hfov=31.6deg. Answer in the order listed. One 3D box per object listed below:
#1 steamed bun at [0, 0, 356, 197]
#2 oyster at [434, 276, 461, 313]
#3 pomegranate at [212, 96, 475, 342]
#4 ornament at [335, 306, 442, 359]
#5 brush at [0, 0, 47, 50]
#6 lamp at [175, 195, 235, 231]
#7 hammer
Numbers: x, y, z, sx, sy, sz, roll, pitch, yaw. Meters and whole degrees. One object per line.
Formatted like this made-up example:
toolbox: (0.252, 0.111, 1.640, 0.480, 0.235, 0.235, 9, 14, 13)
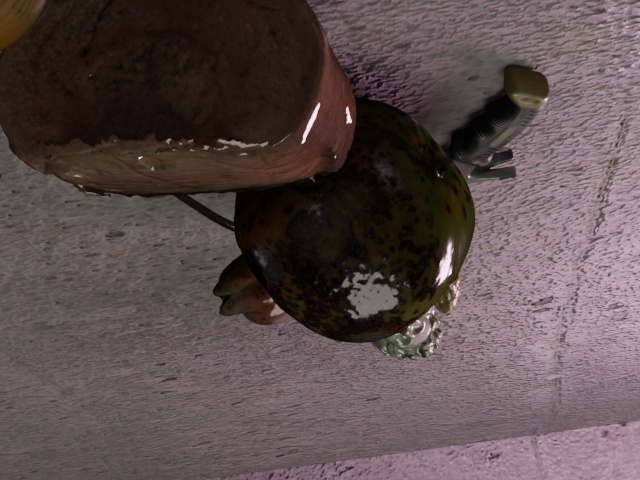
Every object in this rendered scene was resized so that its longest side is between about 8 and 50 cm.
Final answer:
steamed bun: (-0.125, -0.149, 1.018, 0.301, 0.199, 0.251, -2, 175, 11)
oyster: (0.129, 0.006, 1.591, 0.162, 0.107, 0.233, -16, 138, 29)
pomegranate: (0.000, 0.000, 1.278, 0.285, 0.285, 0.341, 16, 139, -44)
ornament: (0.065, 0.101, 1.747, 0.285, 0.130, 0.120, 23, 125, -38)
brush: (-0.292, -0.251, 0.768, 0.267, 0.174, 0.166, 21, 133, -22)
lamp: (-0.130, -0.034, 1.403, 0.371, 0.130, 0.108, 17, -172, -38)
hammer: (0.199, -0.128, 1.348, 0.159, 0.041, 0.226, 2, 155, -23)
